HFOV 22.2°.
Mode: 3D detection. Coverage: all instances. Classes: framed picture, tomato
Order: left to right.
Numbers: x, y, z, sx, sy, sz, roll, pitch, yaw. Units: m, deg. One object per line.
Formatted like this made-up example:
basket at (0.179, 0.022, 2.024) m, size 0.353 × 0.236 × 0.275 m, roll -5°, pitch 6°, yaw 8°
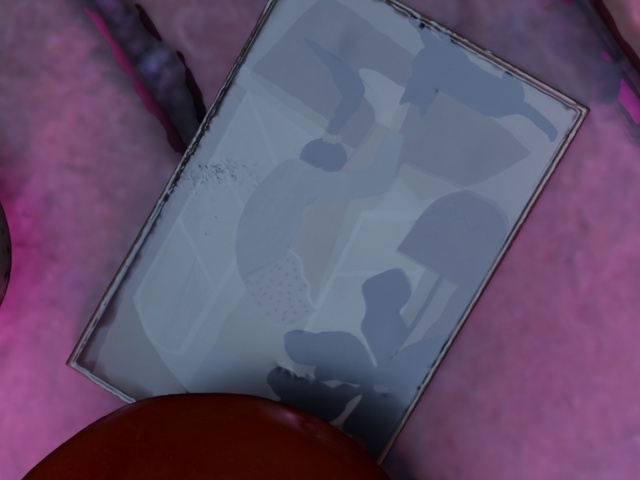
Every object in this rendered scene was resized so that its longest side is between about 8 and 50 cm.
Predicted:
tomato at (-0.040, 0.154, 0.606) m, size 0.195 × 0.136 × 0.195 m, roll -2°, pitch 84°, yaw 14°
framed picture at (0.000, 0.000, 0.666) m, size 0.136 × 0.010 × 0.201 m, roll 31°, pitch 96°, yaw 8°

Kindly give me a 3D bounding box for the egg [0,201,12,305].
egg at (-0.171, -0.003, 0.659) m, size 0.085 × 0.085 × 0.110 m, roll -28°, pitch 80°, yaw 10°
